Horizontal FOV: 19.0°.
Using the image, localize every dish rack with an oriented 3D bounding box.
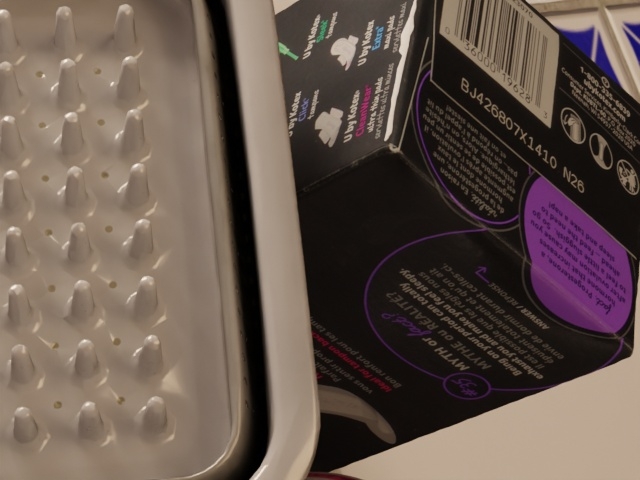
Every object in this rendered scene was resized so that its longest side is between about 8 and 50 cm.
[{"bbox_3d":[-0.176,0.002,0.745,0.333,0.072,0.285,-4,66,-6],"label":"dish rack"}]

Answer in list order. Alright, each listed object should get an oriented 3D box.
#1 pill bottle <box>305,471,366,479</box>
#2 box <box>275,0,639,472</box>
[{"bbox_3d":[-0.027,0.190,0.770,0.160,0.160,0.283,66,10,3],"label":"pill bottle"},{"bbox_3d":[0.000,0.000,0.902,0.165,0.270,0.143,39,44,-29],"label":"box"}]
